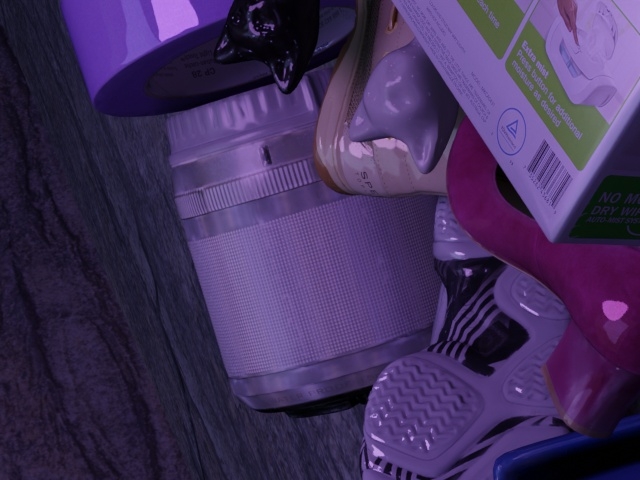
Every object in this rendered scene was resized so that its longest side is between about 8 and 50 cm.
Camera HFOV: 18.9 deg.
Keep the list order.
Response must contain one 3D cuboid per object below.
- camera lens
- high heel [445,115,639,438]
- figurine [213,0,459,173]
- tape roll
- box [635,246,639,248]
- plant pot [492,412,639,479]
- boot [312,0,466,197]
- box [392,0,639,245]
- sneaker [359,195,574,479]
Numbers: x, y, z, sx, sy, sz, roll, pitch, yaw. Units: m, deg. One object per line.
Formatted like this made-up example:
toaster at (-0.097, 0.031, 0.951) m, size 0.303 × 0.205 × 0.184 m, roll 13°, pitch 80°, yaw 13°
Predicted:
camera lens at (0.000, 0.000, 1.637) m, size 0.219 × 0.219 × 0.274 m, roll 174°, pitch 79°, yaw -75°
high heel at (0.138, -0.017, 1.046) m, size 0.244 × 0.082 × 0.117 m, roll -102°, pitch 33°, yaw -46°
figurine at (0.048, -0.167, 1.232) m, size 0.215 × 0.209 × 0.092 m, roll 34°, pitch -176°, yaw 36°
tape roll at (-0.068, -0.192, 1.559) m, size 0.275 × 0.274 × 0.090 m, roll 134°, pitch 119°, yaw -73°
box at (0.220, -0.017, 1.047) m, size 0.102 × 0.101 × 0.087 m, roll 90°, pitch 158°, yaw -50°
plant pot at (0.226, 0.216, 1.061) m, size 0.212 × 0.235 × 0.236 m, roll -123°, pitch 19°, yaw -65°
boot at (0.114, -0.145, 1.283) m, size 0.203 × 0.095 × 0.262 m, roll 12°, pitch 81°, yaw 43°
box at (0.148, -0.167, 0.941) m, size 0.231 × 0.126 × 0.262 m, roll -62°, pitch 41°, yaw 34°
sneaker at (0.125, 0.122, 1.300) m, size 0.210 × 0.137 × 0.366 m, roll 76°, pitch -157°, yaw -46°
